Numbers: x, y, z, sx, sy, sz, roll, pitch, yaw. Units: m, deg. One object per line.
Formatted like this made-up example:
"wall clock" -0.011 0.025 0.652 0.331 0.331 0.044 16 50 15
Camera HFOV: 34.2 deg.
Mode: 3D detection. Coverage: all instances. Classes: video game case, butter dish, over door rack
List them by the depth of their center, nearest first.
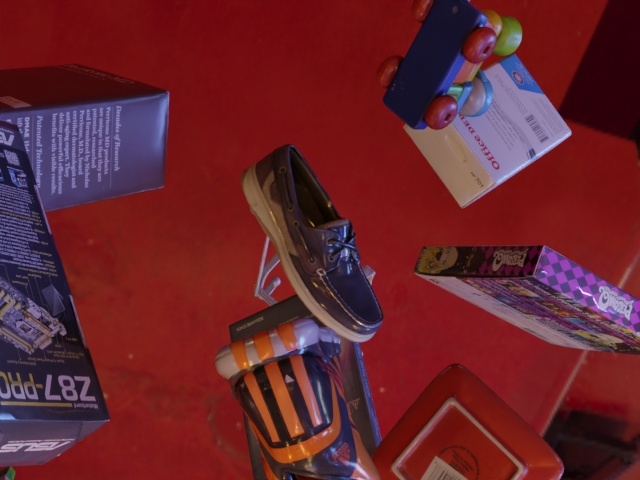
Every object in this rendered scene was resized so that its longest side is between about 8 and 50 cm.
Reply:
"butter dish" 0.160 0.231 1.089 0.160 0.118 0.160 43 104 21
"video game case" 0.253 0.067 1.157 0.232 0.041 0.210 27 167 -26
"video game case" -0.025 0.206 1.438 0.196 0.274 0.026 -26 148 23
"over door rack" -0.005 0.065 1.805 0.239 0.108 0.324 40 153 21

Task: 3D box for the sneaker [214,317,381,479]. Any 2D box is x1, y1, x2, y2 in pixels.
"sneaker" -0.019 0.179 0.977 0.125 0.321 0.180 -21 82 4

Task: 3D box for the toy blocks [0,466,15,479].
"toy blocks" -0.618 0.481 1.745 0.260 0.309 0.288 -28 105 -1

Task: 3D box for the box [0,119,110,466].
"box" -0.363 0.012 0.783 0.097 0.318 0.395 -36 155 22

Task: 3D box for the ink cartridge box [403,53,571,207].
"ink cartridge box" 0.226 -0.149 1.394 0.139 0.191 0.082 55 143 4

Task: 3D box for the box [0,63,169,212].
"box" -0.380 -0.116 1.224 0.191 0.381 0.143 20 112 34

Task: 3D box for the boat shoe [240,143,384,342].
"boat shoe" 0.000 0.000 1.374 0.092 0.103 0.285 -41 75 35

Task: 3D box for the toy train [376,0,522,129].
"toy train" 0.180 -0.242 1.170 0.105 0.143 0.248 45 121 29
